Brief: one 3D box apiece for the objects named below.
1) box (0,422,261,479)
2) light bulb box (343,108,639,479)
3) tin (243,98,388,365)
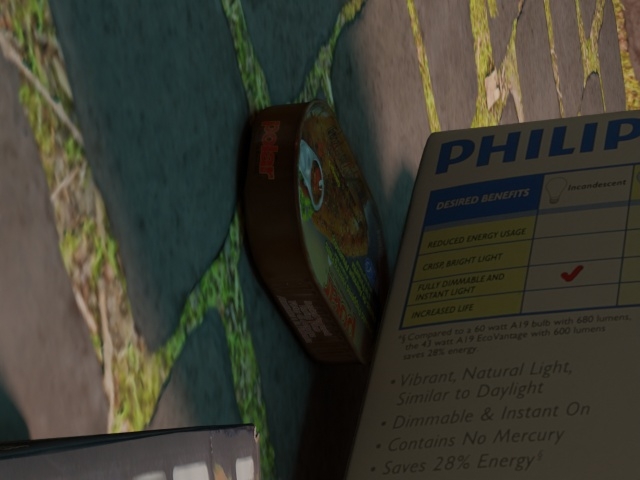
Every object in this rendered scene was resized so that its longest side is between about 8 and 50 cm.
[{"bbox_3d":[-0.107,0.214,0.455,0.395,0.097,0.318,14,70,-72],"label":"box"},{"bbox_3d":[0.225,0.117,1.002,0.361,0.358,0.225,-74,150,-42],"label":"light bulb box"},{"bbox_3d":[0.000,0.000,0.978,0.189,0.040,0.106,63,24,-55],"label":"tin"}]
